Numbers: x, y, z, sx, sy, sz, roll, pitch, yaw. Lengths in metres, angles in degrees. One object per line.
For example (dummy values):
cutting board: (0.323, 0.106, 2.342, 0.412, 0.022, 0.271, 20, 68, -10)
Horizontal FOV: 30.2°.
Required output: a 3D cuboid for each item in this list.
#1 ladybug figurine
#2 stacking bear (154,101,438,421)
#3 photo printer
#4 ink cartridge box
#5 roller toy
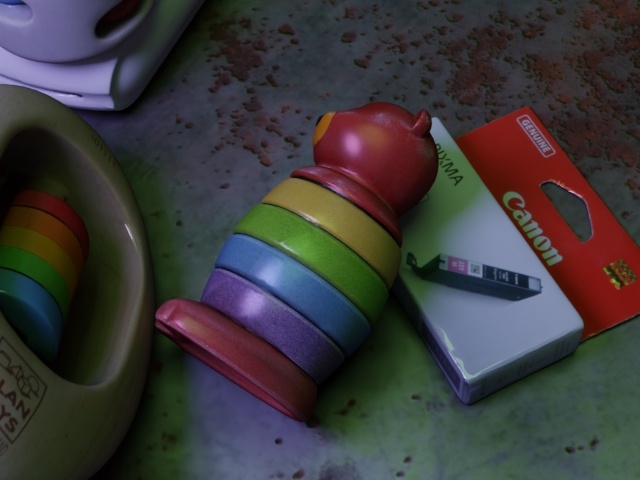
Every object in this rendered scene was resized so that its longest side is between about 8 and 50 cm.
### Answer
ladybug figurine: (-0.279, 0.048, 1.008, 0.162, 0.305, 0.449, -25, 27, 19)
stacking bear: (0.000, 0.000, 1.066, 0.164, 0.175, 0.289, 34, 79, -2)
photo printer: (-0.263, -0.287, 1.321, 0.256, 0.107, 0.308, 21, 62, 14)
ink cartridge box: (0.175, -0.009, 1.157, 0.238, 0.060, 0.275, -25, 60, -11)
roller toy: (-0.259, -0.287, 1.172, 0.209, 0.146, 0.191, -11, 60, -5)
